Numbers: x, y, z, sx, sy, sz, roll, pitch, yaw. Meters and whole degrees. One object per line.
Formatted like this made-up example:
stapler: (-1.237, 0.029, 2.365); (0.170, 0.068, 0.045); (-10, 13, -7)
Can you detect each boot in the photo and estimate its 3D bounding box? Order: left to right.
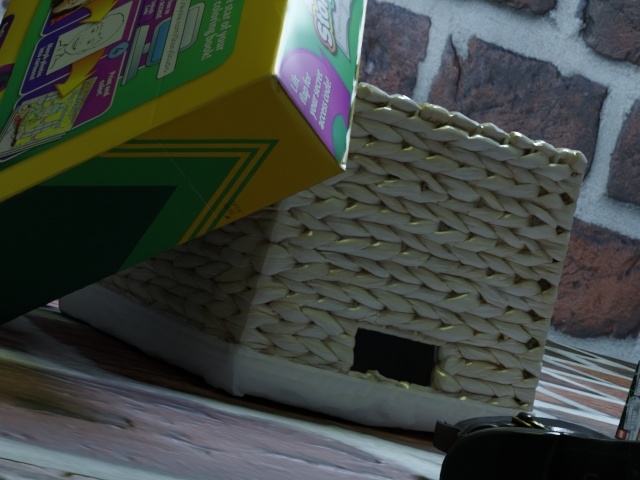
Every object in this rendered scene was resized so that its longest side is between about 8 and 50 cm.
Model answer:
boot: (0.194, 0.156, 1.196); (0.263, 0.091, 0.229); (15, 2, 9)

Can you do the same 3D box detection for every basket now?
basket: (0.000, 0.000, 1.618); (0.328, 0.266, 0.331); (15, 0, -34)

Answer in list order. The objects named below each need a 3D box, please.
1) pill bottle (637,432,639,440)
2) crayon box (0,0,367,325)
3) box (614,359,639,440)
pill bottle: (0.340, 0.180, 1.335); (0.216, 0.121, 0.121); (16, 1, -18)
crayon box: (-0.123, -0.130, 1.431); (0.313, 0.363, 0.106); (-22, -57, 22)
box: (0.382, 0.188, 2.129); (0.027, 0.094, 0.137); (17, 1, 26)
